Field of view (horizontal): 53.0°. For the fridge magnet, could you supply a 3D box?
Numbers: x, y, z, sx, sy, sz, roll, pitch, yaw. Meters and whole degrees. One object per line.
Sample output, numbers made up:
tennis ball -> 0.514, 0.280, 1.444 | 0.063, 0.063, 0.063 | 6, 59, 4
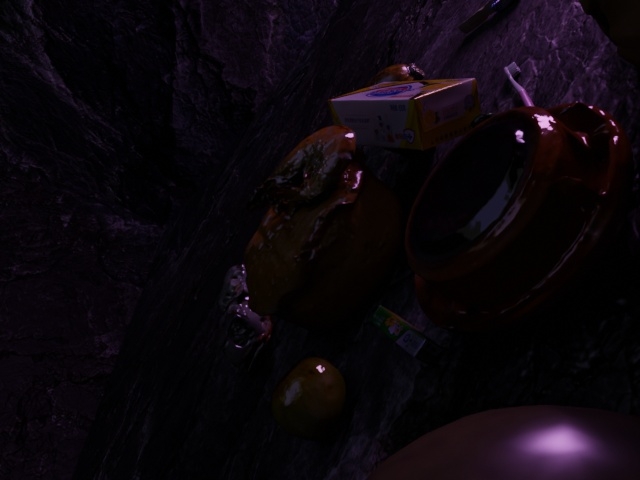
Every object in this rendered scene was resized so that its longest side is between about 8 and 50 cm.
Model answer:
fridge magnet -> 0.250, -0.040, 0.880 | 0.363, 0.155, 0.363 | -48, 22, 26

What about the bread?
bread -> 0.000, 0.000, 1.316 | 0.398, 0.215, 0.398 | -46, 24, 27

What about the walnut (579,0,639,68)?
walnut -> 0.446, -0.331, 0.638 | 0.383, 0.384, 0.383 | -47, 23, 28

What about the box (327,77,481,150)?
box -> 0.161, -0.250, 1.261 | 0.168, 0.097, 0.265 | -23, 22, -28

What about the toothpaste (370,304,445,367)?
toothpaste -> 0.136, 0.151, 1.033 | 0.037, 0.043, 0.178 | -56, 21, -1

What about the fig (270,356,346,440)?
fig -> -0.023, 0.271, 1.114 | 0.136, 0.121, 0.152 | -46, 24, 41

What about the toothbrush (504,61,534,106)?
toothbrush -> 0.358, -0.248, 1.118 | 0.025, 0.020, 0.286 | -39, 27, 28

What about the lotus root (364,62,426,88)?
lotus root -> 0.167, -0.349, 1.553 | 0.209, 0.120, 0.120 | -35, 31, 42

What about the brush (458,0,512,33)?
brush -> 0.377, -0.511, 1.426 | 0.179, 0.033, 0.030 | -31, 48, 51

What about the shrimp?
shrimp -> -0.042, -0.114, 1.225 | 0.287, 0.063, 0.152 | -36, 42, 27

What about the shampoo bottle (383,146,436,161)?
shampoo bottle -> 0.184, -0.225, 1.413 | 0.236, 0.068, 0.067 | -131, 31, -68

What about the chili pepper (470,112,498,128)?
chili pepper -> 0.307, -0.181, 1.100 | 0.073, 0.050, 0.182 | -54, 18, 31

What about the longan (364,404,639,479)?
longan -> 0.137, 0.304, 0.405 | 0.404, 0.336, 0.404 | -45, 13, 14

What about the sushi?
sushi -> -0.190, 0.179, 1.610 | 0.124, 0.130, 0.332 | -47, 24, 27
